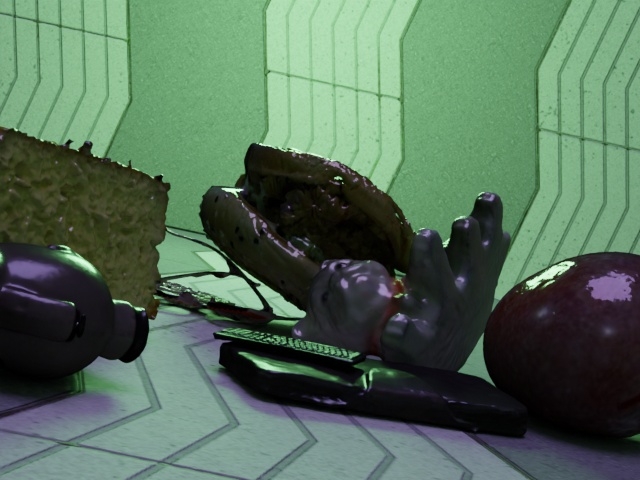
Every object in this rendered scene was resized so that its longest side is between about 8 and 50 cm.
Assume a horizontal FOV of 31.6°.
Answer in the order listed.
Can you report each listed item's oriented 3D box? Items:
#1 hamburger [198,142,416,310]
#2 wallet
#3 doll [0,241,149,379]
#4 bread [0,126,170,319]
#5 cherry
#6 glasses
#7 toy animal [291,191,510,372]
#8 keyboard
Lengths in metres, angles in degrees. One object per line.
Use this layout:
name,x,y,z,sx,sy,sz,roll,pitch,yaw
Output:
hamburger,0.000,0.000,1.587,0.318,0.195,0.277,37,-3,-19
wallet,0.057,0.149,1.178,0.310,0.042,0.165,11,1,-19
doll,-0.270,0.052,0.928,0.182,0.117,0.257,9,-1,41
bread,-0.313,-0.010,1.166,0.179,0.194,0.340,7,-5,27
cherry,0.319,0.114,1.280,0.236,0.212,0.285,21,-13,-39
glasses,-0.143,0.061,1.599,0.255,0.095,0.162,16,-9,25
toy animal,0.112,0.053,1.433,0.188,0.307,0.266,-4,-34,34
keyboard,-0.032,0.108,1.164,0.155,0.010,0.053,10,5,16
